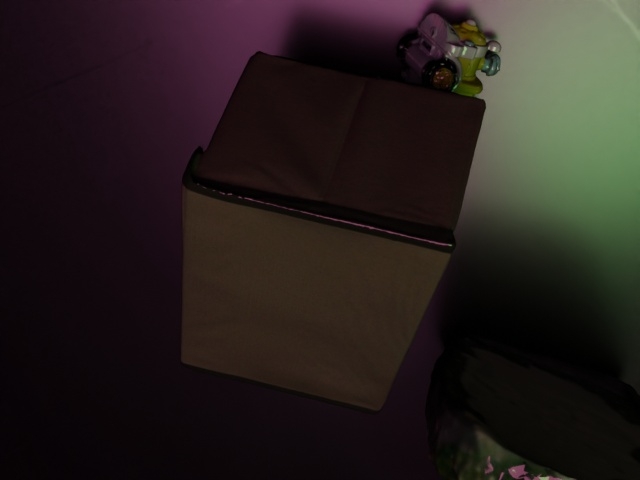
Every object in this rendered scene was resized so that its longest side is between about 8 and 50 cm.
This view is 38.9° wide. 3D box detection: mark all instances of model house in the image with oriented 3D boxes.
[{"bbox_3d":[0.157,0.258,0.742,0.190,0.271,0.300,11,102,4],"label":"model house"}]

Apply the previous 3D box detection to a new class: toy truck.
[{"bbox_3d":[0.100,-0.124,0.723,0.077,0.076,0.111,8,120,-22],"label":"toy truck"}]

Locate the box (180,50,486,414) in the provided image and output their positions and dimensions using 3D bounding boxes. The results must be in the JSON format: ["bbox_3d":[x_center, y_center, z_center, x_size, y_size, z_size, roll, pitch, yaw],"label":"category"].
[{"bbox_3d":[0.000,0.000,0.697,0.188,0.153,0.252,14,143,3],"label":"box"}]
